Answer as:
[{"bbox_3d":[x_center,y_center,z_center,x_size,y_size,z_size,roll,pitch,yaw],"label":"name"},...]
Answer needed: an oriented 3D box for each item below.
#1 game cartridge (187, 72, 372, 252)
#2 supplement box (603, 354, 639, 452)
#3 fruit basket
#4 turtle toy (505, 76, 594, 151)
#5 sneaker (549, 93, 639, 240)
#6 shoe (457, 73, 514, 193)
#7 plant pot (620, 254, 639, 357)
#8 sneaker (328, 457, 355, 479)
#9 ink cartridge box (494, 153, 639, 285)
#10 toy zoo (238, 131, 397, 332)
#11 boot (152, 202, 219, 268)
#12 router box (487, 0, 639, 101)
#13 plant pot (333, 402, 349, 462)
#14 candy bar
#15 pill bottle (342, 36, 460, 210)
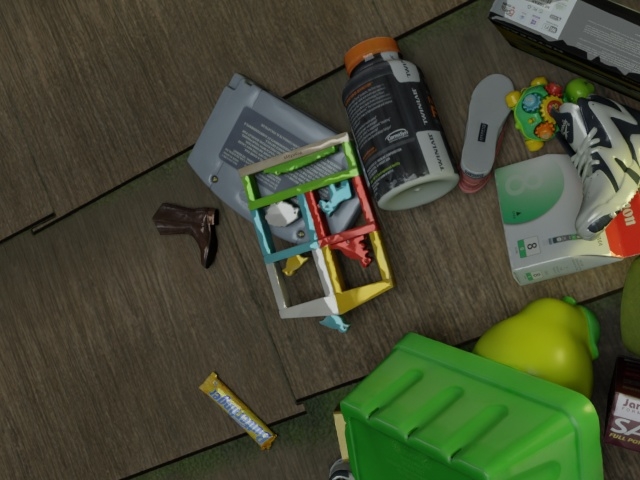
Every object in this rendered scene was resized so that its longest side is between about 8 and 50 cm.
[{"bbox_3d":[-0.062,-0.115,1.495,0.297,0.062,0.198,33,106,14],"label":"game cartridge"},{"bbox_3d":[0.453,0.224,1.239,0.130,0.239,0.073,13,98,18],"label":"supplement box"},{"bbox_3d":[0.259,0.252,1.304,0.392,0.392,0.282,-3,109,19],"label":"fruit basket"},{"bbox_3d":[0.335,-0.193,1.338,0.130,0.066,0.095,-30,98,-15],"label":"turtle toy"},{"bbox_3d":[0.362,-0.115,1.256,0.153,0.094,0.235,34,65,9],"label":"sneaker"},{"bbox_3d":[0.242,-0.158,1.386,0.064,0.081,0.178,16,68,5],"label":"shoe"},{"bbox_3d":[0.557,0.101,1.206,0.294,0.275,0.274,6,95,34],"label":"plant pot"},{"bbox_3d":[0.087,0.465,1.452,0.094,0.091,0.258,-38,83,16],"label":"sneaker"},{"bbox_3d":[0.369,-0.048,1.308,0.225,0.056,0.181,-17,54,21],"label":"ink cartridge box"},{"bbox_3d":[0.000,0.000,1.437,0.192,0.030,0.293,-18,88,18],"label":"toy zoo"},{"bbox_3d":[-0.232,-0.009,1.564,0.114,0.037,0.106,4,81,15],"label":"boot"},{"bbox_3d":[0.392,-0.254,1.235,0.309,0.243,0.081,28,101,16],"label":"router box"},{"bbox_3d":[0.072,0.295,1.458,0.083,0.081,0.081,-11,89,8],"label":"plant pot"},{"bbox_3d":[-0.137,0.289,1.558,0.161,0.018,0.040,42,105,13],"label":"candy bar"},{"bbox_3d":[0.110,-0.178,1.380,0.130,0.130,0.245,-23,73,18],"label":"pill bottle"}]
